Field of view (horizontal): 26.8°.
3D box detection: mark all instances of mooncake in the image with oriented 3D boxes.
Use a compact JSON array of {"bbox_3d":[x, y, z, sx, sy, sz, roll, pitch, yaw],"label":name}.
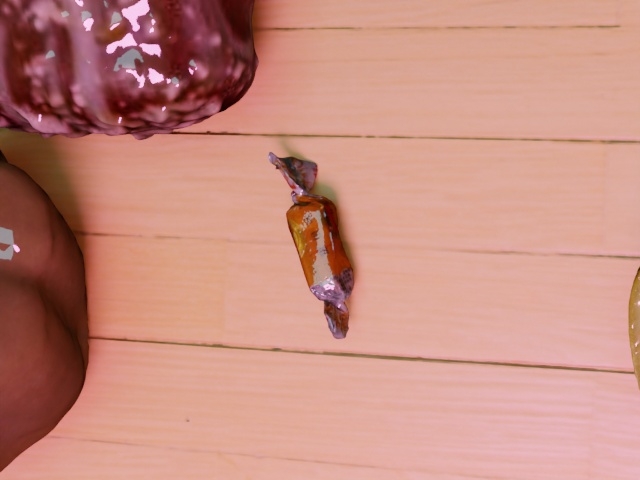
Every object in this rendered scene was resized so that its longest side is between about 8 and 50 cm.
[{"bbox_3d":[-0.398,0.052,1.196,0.378,0.201,0.378,2,70,-4],"label":"mooncake"}]

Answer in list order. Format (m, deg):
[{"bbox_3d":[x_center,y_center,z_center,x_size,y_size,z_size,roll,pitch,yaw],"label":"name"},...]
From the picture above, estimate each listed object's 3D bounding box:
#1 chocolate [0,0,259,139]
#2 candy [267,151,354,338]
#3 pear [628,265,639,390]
[{"bbox_3d":[-0.199,-0.192,1.197,0.340,0.225,0.210,-2,96,20],"label":"chocolate"},{"bbox_3d":[0.000,0.000,1.214,0.046,0.053,0.182,-21,81,15],"label":"candy"},{"bbox_3d":[0.390,0.108,1.054,0.288,0.139,0.239,0,104,13],"label":"pear"}]
